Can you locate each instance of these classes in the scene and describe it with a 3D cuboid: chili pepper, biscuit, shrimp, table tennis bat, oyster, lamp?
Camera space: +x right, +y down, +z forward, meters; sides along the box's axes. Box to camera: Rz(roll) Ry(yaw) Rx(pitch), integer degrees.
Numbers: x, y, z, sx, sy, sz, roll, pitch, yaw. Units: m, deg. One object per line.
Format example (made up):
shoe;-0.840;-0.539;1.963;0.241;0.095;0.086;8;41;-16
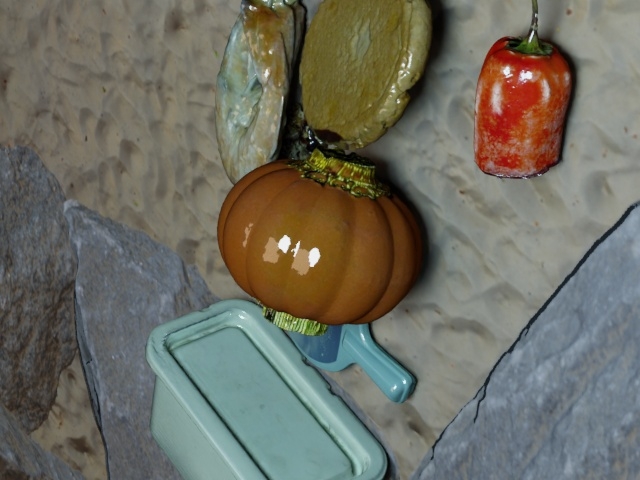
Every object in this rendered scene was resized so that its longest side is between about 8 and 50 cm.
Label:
chili pepper;0.192;-0.153;1.372;0.084;0.086;0.192;-115;22;-56
biscuit;0.047;-0.199;1.508;0.226;0.042;0.226;-28;56;53
shrimp;-0.058;-0.196;1.628;0.168;0.077;0.317;-120;39;-46
table tennis bat;0.026;0.104;1.677;0.237;0.038;0.149;45;131;34
oyster;-0.040;-0.101;1.692;0.086;0.029;0.132;49;131;26
lamp;0.000;0.000;1.534;0.223;0.223;0.196;31;109;39

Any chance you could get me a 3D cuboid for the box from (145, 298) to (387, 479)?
box;-0.085;0.246;1.752;0.312;0.175;0.182;49;141;27
